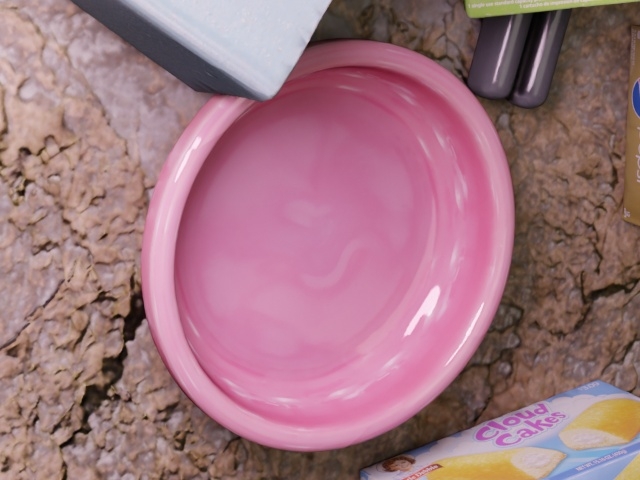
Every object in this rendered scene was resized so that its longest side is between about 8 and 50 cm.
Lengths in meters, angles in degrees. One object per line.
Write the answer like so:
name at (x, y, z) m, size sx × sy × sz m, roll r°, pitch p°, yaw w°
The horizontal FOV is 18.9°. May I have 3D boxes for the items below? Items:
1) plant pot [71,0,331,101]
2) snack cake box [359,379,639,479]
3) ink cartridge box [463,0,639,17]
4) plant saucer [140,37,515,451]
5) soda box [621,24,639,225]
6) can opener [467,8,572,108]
plant pot at (-0.105, -0.267, 1.314) m, size 0.252 × 0.248 × 0.247 m, roll 30°, pitch 87°, yaw -17°
snack cake box at (0.186, 0.216, 1.664) m, size 0.264 × 0.152 × 0.089 m, roll -18°, pitch 111°, yaw -26°
ink cartridge box at (0.193, -0.311, 1.490) m, size 0.189 × 0.097 × 0.255 m, roll -5°, pitch 100°, yaw 9°
plant saucer at (0.000, 0.000, 1.535) m, size 0.332 × 0.084 × 0.332 m, roll -9°, pitch 107°, yaw -29°
soda box at (0.311, -0.101, 1.706) m, size 0.061 × 0.058 × 0.181 m, roll -8°, pitch 107°, yaw -29°
can opener at (0.201, -0.246, 1.578) m, size 0.076 × 0.095 × 0.283 m, roll 11°, pitch 97°, yaw -32°
